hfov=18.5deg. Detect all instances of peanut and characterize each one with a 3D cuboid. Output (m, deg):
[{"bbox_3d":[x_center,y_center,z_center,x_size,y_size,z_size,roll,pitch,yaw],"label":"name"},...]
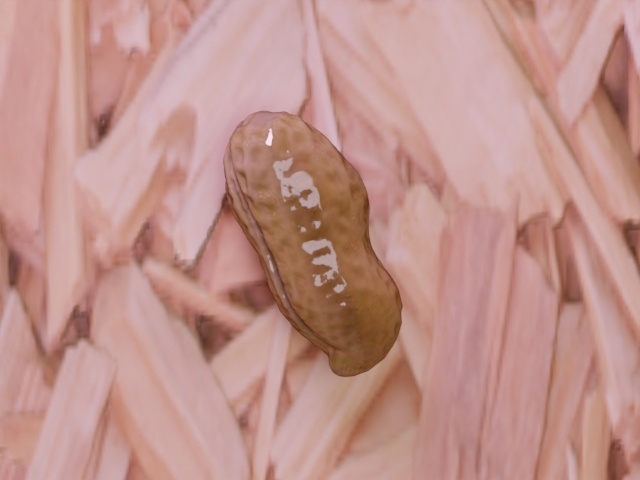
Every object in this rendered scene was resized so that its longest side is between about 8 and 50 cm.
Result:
[{"bbox_3d":[0.000,0.000,1.176,0.080,0.080,0.174,-27,106,-12],"label":"peanut"}]
